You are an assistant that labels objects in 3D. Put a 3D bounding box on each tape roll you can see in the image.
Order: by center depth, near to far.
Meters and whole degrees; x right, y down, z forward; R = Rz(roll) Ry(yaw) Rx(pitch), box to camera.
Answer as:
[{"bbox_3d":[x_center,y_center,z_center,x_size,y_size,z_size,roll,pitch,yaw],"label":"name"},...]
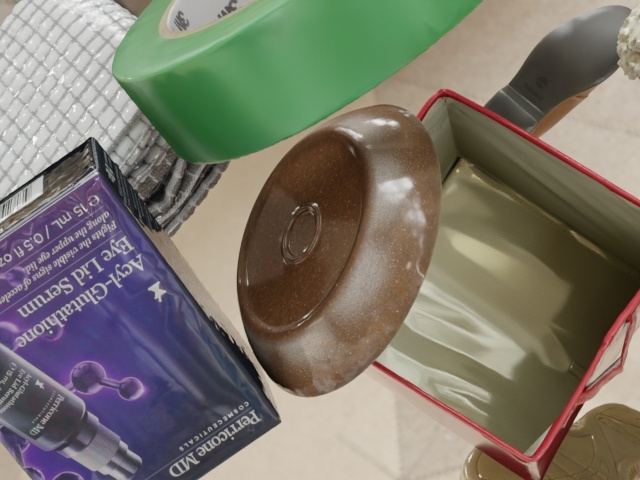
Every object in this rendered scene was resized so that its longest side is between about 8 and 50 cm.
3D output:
[{"bbox_3d":[0.008,-0.184,1.010,0.321,0.077,0.321,-32,22,14],"label":"tape roll"}]

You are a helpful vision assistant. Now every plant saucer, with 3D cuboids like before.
[{"bbox_3d":[0.000,0.000,0.964,0.198,0.036,0.199,-33,46,42],"label":"plant saucer"}]

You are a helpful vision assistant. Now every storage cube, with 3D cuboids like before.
[{"bbox_3d":[0.119,0.038,1.051,0.184,0.215,0.193,-56,-16,-6],"label":"storage cube"}]

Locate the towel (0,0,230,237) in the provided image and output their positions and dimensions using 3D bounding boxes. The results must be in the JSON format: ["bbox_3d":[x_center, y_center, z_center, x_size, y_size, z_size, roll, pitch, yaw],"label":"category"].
[{"bbox_3d":[-0.216,-0.058,1.255,0.284,0.121,0.235,-53,48,4],"label":"towel"}]

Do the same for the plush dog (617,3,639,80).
[{"bbox_3d":[0.347,-0.244,1.184,0.225,0.262,0.211,-112,20,-49],"label":"plush dog"}]

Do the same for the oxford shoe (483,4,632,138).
[{"bbox_3d":[0.246,-0.164,1.571,0.212,0.076,0.076,-40,-16,8],"label":"oxford shoe"}]

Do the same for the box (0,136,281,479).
[{"bbox_3d":[-0.145,0.065,0.963,0.153,0.207,0.108,-36,18,1],"label":"box"}]

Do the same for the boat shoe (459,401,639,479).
[{"bbox_3d":[0.235,0.243,1.446,0.121,0.341,0.110,39,115,31],"label":"boat shoe"}]
